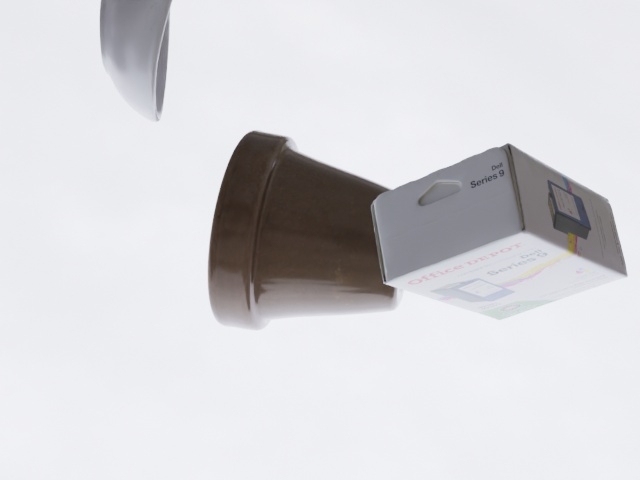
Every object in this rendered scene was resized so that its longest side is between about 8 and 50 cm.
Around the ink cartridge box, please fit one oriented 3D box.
[{"bbox_3d":[0.173,-0.001,1.046,0.212,0.154,0.093,21,-126,-48],"label":"ink cartridge box"}]

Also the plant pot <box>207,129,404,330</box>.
[{"bbox_3d":[0.000,0.000,1.426,0.229,0.263,0.263,8,-142,9],"label":"plant pot"}]

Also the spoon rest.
[{"bbox_3d":[-0.129,-0.208,0.825,0.084,0.276,0.137,0,-129,1],"label":"spoon rest"}]
